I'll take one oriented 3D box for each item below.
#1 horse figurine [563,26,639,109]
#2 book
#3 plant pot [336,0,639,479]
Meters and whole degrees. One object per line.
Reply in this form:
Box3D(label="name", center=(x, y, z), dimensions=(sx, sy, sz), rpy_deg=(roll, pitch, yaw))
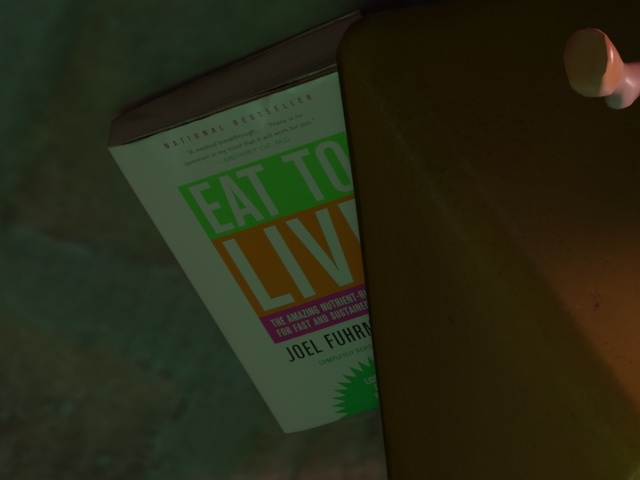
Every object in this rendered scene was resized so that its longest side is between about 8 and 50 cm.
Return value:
Box3D(label="horse figurine", center=(0.135, -0.119, 0.452), dimensions=(0.066, 0.174, 0.263), rpy_deg=(11, 102, 41))
Box3D(label="book", center=(0.000, 0.000, 0.639), dimensions=(0.096, 0.035, 0.144), rpy_deg=(-20, 125, 15))
Box3D(label="plant pot", center=(0.135, 0.049, 0.554), dimensions=(0.212, 0.187, 0.212), rpy_deg=(-11, 125, -4))
